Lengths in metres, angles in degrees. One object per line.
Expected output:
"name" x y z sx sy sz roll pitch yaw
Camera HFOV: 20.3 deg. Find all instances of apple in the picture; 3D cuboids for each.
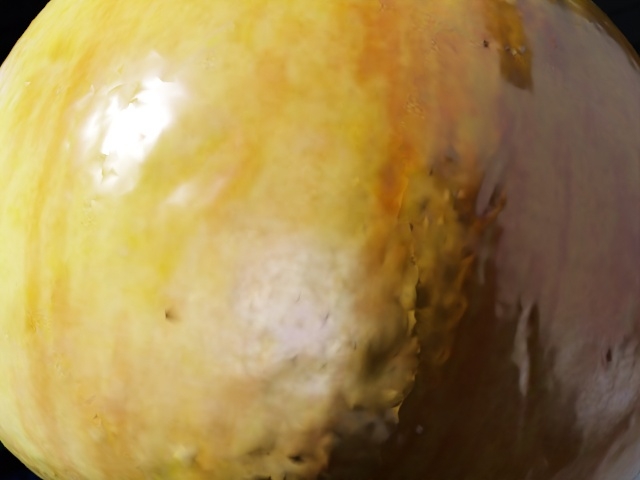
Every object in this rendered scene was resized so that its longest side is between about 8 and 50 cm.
"apple" 0.000 0.000 0.681 0.286 0.286 0.233 101 -179 -86
